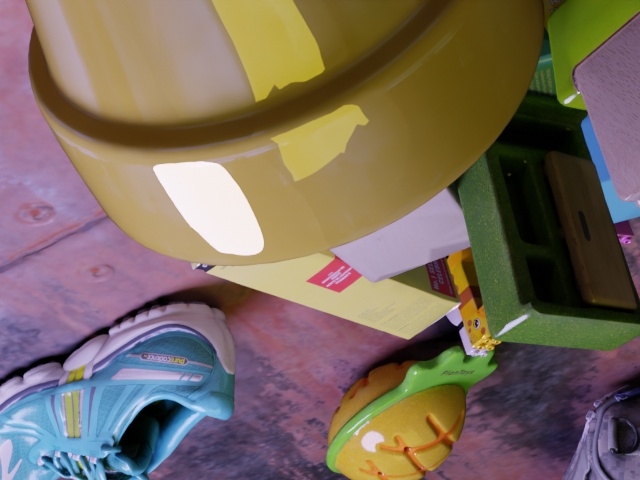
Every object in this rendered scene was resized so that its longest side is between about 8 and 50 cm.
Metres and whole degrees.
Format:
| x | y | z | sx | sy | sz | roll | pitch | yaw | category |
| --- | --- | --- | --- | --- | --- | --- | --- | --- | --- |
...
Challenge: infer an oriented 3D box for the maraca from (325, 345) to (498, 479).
| x | y | z | sx | sy | sz | roll | pitch | yaw | category |
| --- | --- | --- | --- | --- | --- | --- | --- | --- | --- |
| 0.078 | 0.147 | 1.434 | 0.127 | 0.099 | 0.185 | -3 | 143 | -47 | maraca |

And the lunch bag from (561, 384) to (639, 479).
| x | y | z | sx | sy | sz | roll | pitch | yaw | category |
| --- | --- | --- | --- | --- | --- | --- | --- | --- | --- |
| 0.362 | 0.279 | 1.671 | 0.256 | 0.212 | 0.305 | 6 | 143 | -5 | lunch bag |

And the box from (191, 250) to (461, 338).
| x | y | z | sx | sy | sz | roll | pitch | yaw | category |
| --- | --- | --- | --- | --- | --- | --- | --- | --- | --- |
| 0.000 | 0.000 | 1.176 | 0.058 | 0.087 | 0.232 | -36 | 143 | 28 | box |

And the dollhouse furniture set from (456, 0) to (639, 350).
| x | y | z | sx | sy | sz | roll | pitch | yaw | category |
| --- | --- | --- | --- | --- | --- | --- | --- | --- | --- |
| 0.256 | -0.039 | 0.980 | 0.302 | 0.151 | 0.197 | 7 | 147 | -34 | dollhouse furniture set |

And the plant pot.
| x | y | z | sx | sy | sz | roll | pitch | yaw | category |
| --- | --- | --- | --- | --- | --- | --- | --- | --- | --- |
| -0.047 | -0.157 | 0.776 | 0.254 | 0.254 | 0.239 | -22 | 133 | 9 | plant pot |

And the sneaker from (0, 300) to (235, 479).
| x | y | z | sx | sy | sz | roll | pitch | yaw | category |
| --- | --- | --- | --- | --- | --- | --- | --- | --- | --- |
| -0.179 | 0.147 | 1.302 | 0.275 | 0.110 | 0.107 | -33 | 145 | 26 | sneaker |

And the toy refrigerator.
| x | y | z | sx | sy | sz | roll | pitch | yaw | category |
| --- | --- | --- | --- | --- | --- | --- | --- | --- | --- |
| 0.034 | -0.053 | 1.016 | 0.094 | 0.102 | 0.269 | -21 | 166 | 9 | toy refrigerator |

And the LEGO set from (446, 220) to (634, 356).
| x | y | z | sx | sy | sz | roll | pitch | yaw | category |
| --- | --- | --- | --- | --- | --- | --- | --- | --- | --- |
| 0.148 | 0.030 | 1.284 | 0.087 | 0.093 | 0.227 | 5 | 143 | -31 | LEGO set |

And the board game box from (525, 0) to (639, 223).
| x | y | z | sx | sy | sz | roll | pitch | yaw | category |
| --- | --- | --- | --- | --- | --- | --- | --- | --- | --- |
| 0.264 | -0.119 | 1.085 | 0.336 | 0.079 | 0.254 | -16 | 153 | 5 | board game box |
